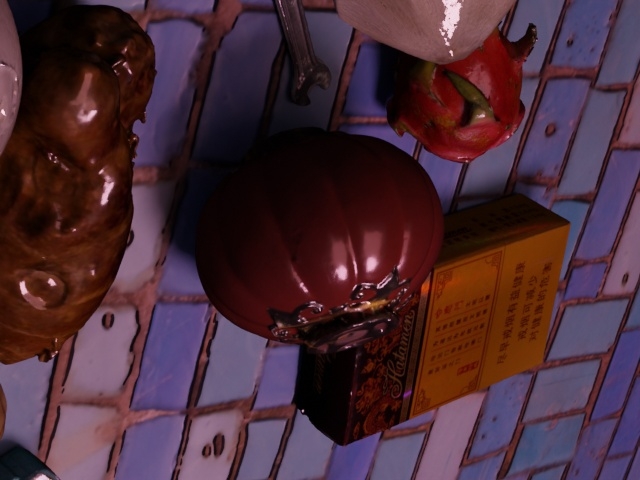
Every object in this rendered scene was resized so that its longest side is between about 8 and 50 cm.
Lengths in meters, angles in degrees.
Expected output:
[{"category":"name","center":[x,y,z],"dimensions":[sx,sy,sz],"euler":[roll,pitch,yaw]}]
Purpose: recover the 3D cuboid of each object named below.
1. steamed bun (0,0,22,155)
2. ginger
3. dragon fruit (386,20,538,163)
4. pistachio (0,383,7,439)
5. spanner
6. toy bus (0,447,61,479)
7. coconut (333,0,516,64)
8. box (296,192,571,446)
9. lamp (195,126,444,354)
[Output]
[{"category":"steamed bun","center":[-0.418,-0.154,1.228],"dimensions":[0.324,0.206,0.324],"euler":[-7,115,-14]},{"category":"ginger","center":[-0.271,-0.063,1.474],"dimensions":[0.176,0.254,0.418],"euler":[16,126,-7]},{"category":"dragon fruit","center":[0.177,-0.231,1.828],"dimensions":[0.200,0.198,0.269],"euler":[-13,101,-80]},{"category":"pistachio","center":[-0.452,0.170,1.468],"dimensions":[0.293,0.162,0.181],"euler":[16,68,-45]},{"category":"spanner","center":[-0.038,-0.284,1.682],"dimensions":[0.071,0.017,0.302],"euler":[-37,135,-21]},{"category":"toy bus","center":[-0.414,0.349,1.679],"dimensions":[0.262,0.091,0.109],"euler":[-36,129,-24]},{"category":"coconut","center":[0.119,-0.326,1.609],"dimensions":[0.237,0.237,0.265],"euler":[-11,79,-40]},{"category":"box","center":[0.163,0.105,2.057],"dimensions":[0.415,0.116,0.264],"euler":[-17,128,-36]},{"category":"lamp","center":[0.000,0.000,1.714],"dimensions":[0.303,0.257,0.303],"euler":[-18,163,-6]}]
